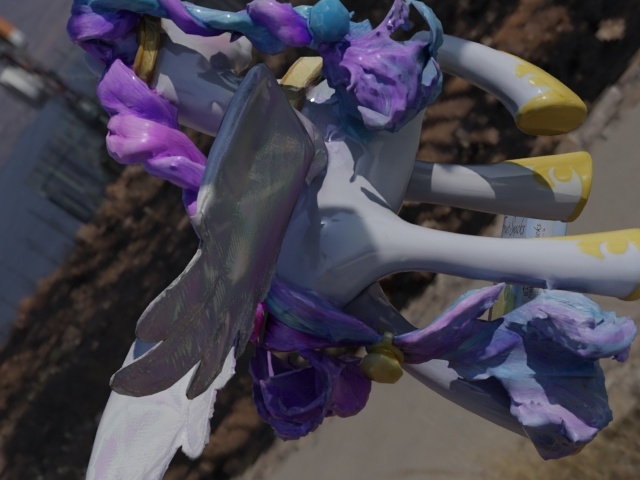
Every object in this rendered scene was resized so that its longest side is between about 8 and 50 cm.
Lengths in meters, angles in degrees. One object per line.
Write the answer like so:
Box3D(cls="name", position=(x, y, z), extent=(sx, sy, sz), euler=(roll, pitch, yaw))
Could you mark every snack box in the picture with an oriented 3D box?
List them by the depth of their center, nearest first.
Box3D(cls="snack box", position=(0.174, 0.014, 1.129), extent=(0.100, 0.037, 0.141), euler=(-173, 93, -85))

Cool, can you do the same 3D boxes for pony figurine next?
Box3D(cls="pony figurine", position=(0.000, 0.000, 0.760), extent=(0.303, 0.363, 0.351), euler=(122, 161, -51))
